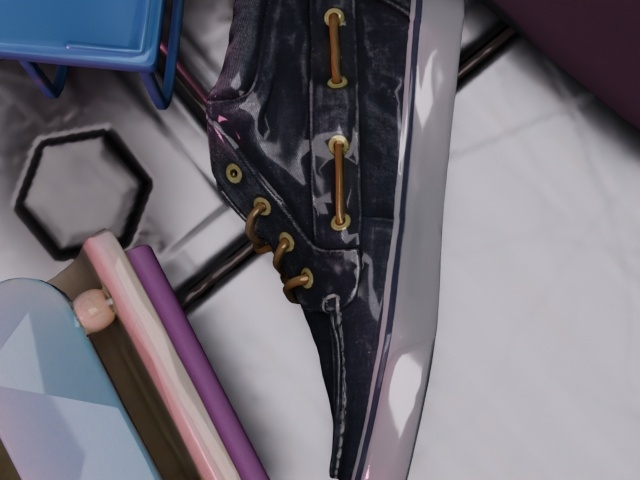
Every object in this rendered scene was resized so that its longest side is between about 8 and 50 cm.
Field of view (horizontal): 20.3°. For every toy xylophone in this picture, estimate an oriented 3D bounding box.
[{"bbox_3d":[-0.189,0.093,0.598,0.322,0.081,0.236,-36,86,-1],"label":"toy xylophone"}]

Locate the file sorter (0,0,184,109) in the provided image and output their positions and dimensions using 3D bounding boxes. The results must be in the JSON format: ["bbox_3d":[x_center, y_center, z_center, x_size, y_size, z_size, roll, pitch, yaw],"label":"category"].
[{"bbox_3d":[-0.127,-0.112,0.594,0.170,0.104,0.118,6,82,2],"label":"file sorter"}]

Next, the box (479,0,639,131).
[{"bbox_3d":[0.080,-0.185,0.587,0.261,0.103,0.184,40,76,3],"label":"box"}]

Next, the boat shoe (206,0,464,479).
[{"bbox_3d":[0.000,0.000,0.611,0.083,0.065,0.183,5,80,2],"label":"boat shoe"}]
